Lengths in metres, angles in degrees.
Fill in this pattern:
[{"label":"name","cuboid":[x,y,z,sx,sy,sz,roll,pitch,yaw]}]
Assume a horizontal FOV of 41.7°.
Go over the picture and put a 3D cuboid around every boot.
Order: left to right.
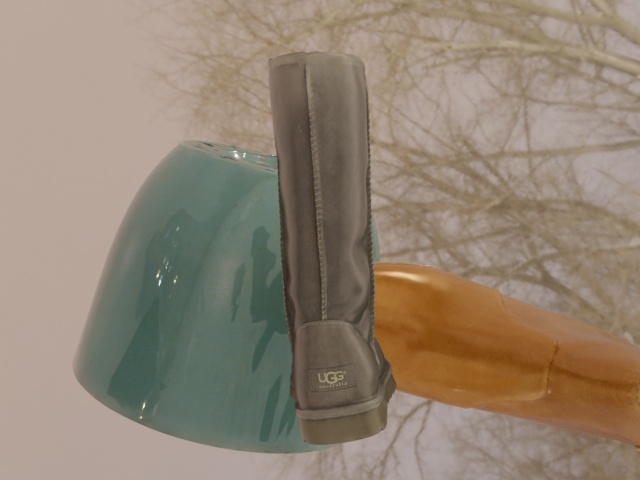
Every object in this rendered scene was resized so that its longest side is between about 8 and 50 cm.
[{"label":"boot","cuboid":[0.002,0.000,0.512,0.076,0.189,0.209,-11,-88,-5]},{"label":"boot","cuboid":[0.150,0.084,0.610,0.295,0.211,0.104,16,-95,-22]}]

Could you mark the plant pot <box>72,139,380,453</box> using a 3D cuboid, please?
[{"label":"plant pot","cuboid":[-0.072,0.035,0.827,0.293,0.293,0.235,2,-75,-53]}]
